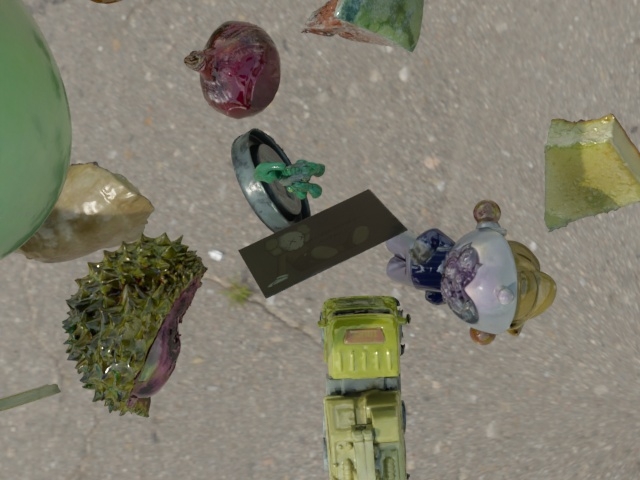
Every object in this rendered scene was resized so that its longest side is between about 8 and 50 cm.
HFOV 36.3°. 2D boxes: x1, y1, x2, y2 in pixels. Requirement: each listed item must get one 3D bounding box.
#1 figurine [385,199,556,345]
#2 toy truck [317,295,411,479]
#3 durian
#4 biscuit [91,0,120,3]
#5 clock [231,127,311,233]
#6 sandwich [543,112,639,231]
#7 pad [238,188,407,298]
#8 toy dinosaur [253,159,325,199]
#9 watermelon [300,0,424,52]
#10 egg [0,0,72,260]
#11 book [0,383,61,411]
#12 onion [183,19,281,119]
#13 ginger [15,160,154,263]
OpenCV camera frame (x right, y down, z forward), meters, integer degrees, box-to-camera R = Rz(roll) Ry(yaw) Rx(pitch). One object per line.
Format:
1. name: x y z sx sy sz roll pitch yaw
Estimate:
1. figurine: 0.191 0.032 1.347 0.274 0.133 0.194 42 128 40
2. toy truck: 0.061 0.218 1.315 0.124 0.157 0.272 -2 97 -1
3. durian: -0.183 0.082 0.892 0.119 0.108 0.186 23 104 -7
4. biscuit: -0.135 -0.234 0.518 0.164 0.047 0.208 27 65 -7
5. clock: -0.096 -0.112 1.909 0.049 0.226 0.226 -27 72 19
6. sandwich: 0.384 -0.108 1.471 0.162 0.058 0.193 48 140 -16
7. pad: 0.000 0.000 1.199 0.190 0.004 0.127 -25 32 -8
8. toy dinosaur: -0.044 -0.106 1.555 0.132 0.096 0.059 -13 66 50
9. watermelon: 0.061 -0.282 1.179 0.121 0.158 0.098 15 87 -18
10. egg: -0.277 -0.091 0.579 0.220 0.220 0.270 -44 101 9
11. book: -0.392 0.186 1.011 0.168 0.192 0.013 -18 86 41
12. onion: -0.175 -0.345 1.954 0.140 0.218 0.195 25 101 31
13. ginger: -0.285 -0.025 1.118 0.193 0.122 0.115 -19 102 45
